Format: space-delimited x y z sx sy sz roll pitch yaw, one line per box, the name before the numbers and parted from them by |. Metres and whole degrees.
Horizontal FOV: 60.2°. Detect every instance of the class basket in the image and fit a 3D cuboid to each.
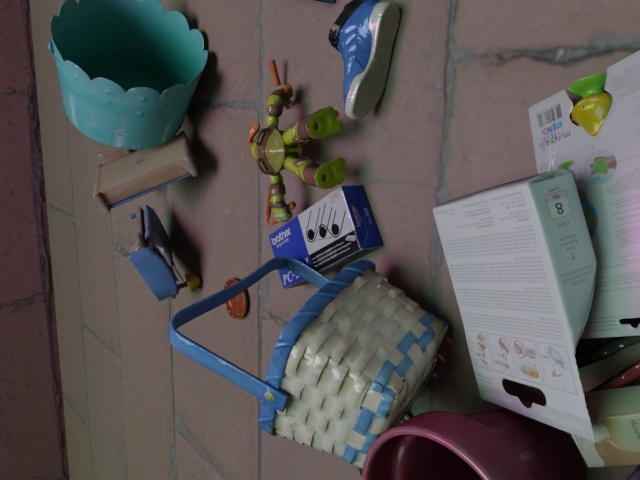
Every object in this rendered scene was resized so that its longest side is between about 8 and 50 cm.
basket | -0.011 0.129 0.704 0.289 0.255 0.201 32 125 21

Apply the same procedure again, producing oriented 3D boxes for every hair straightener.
hair straightener | 0.282 0.083 0.517 0.089 0.047 0.230 60 140 25

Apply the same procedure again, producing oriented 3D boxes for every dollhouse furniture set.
dollhouse furniture set | -0.333 -0.072 1.235 0.286 0.198 0.303 -116 5 -53

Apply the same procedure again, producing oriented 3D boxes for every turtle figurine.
turtle figurine | -0.054 -0.150 0.834 0.217 0.087 0.269 11 99 55

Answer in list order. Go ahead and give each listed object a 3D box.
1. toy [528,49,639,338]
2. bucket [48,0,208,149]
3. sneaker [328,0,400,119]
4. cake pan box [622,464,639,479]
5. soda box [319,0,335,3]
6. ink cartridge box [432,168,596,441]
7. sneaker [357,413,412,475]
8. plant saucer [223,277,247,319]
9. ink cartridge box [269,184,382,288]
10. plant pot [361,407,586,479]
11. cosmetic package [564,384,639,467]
toy | 0.274 -0.035 0.500 0.137 0.056 0.237 -23 73 59
bucket | -0.374 -0.327 1.078 0.281 0.281 0.183 63 146 21
sneaker | 0.046 -0.244 0.738 0.085 0.058 0.152 30 115 38
cake pan box | 0.294 0.279 0.369 0.246 0.267 0.070 25 113 44
soda box | -0.049 -0.405 0.828 0.183 0.058 0.062 36 123 42
ink cartridge box | 0.202 0.059 0.561 0.189 0.066 0.232 165 86 -75
sneaker | 0.099 0.324 0.730 0.300 0.121 0.111 41 126 39
plant saucer | -0.169 0.117 1.106 0.084 0.013 0.083 13 108 49
ink cartridge box | 0.000 0.000 0.852 0.207 0.046 0.097 -31 72 49
plant pot | 0.175 0.265 0.580 0.201 0.180 0.201 11 105 49
cosmetic package | 0.289 0.166 0.496 0.115 0.041 0.060 -23 105 36
